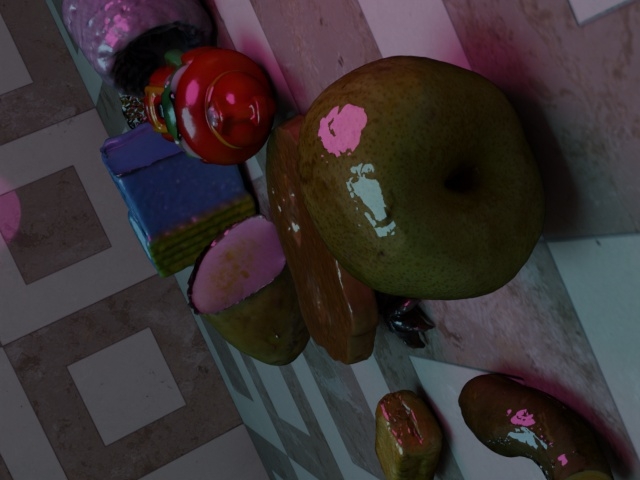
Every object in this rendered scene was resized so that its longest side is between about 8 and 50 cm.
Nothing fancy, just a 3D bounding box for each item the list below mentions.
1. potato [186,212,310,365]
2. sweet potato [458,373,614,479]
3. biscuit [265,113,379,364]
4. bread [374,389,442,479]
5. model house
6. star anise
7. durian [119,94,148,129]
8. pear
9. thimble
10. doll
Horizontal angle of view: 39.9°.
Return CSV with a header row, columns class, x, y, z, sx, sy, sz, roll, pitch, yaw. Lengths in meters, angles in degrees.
class,x,y,z,sx,sy,sz,roll,pitch,yaw
potato,-0.109,0.123,1.675,0.229,0.229,0.266,47,172,45
sweet potato,0.212,0.207,0.969,0.112,0.085,0.286,63,165,-12
biscuit,0.002,-0.001,1.293,0.385,0.062,0.365,159,95,-78
bread,0.134,0.318,1.373,0.211,0.083,0.114,91,155,-57
model house,-0.264,-0.084,1.740,0.215,0.237,0.303,36,149,62
star anise,0.103,0.088,1.203,0.141,0.042,0.141,53,160,29
durian,-0.357,-0.292,1.882,0.193,0.138,0.237,56,162,27
pear,0.083,-0.052,0.794,0.228,0.188,0.211,64,161,-9
thimble,-0.300,-0.356,1.475,0.157,0.217,0.245,60,177,15
doll,-0.156,-0.205,1.353,0.363,0.160,0.182,24,122,62
